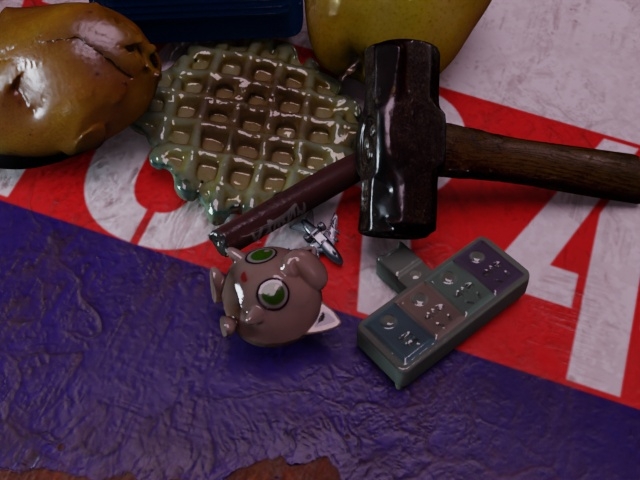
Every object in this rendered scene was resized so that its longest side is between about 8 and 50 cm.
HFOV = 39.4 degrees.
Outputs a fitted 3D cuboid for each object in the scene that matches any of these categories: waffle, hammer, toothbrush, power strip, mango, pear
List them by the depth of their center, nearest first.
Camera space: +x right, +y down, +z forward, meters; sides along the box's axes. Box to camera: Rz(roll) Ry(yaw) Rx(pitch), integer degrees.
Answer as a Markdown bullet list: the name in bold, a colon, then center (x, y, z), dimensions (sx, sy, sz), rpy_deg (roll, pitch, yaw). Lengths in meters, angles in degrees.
- **power strip**: center (0.131, 0.067, 1.092), dimensions (0.216, 0.061, 0.145), rpy_deg (-32, 58, -22)
- **toothbrush**: center (0.017, -0.078, 1.127), dimensions (0.364, 0.041, 0.041), rpy_deg (-31, 65, -25)
- **mango**: center (-0.336, -0.203, 1.136), dimensions (0.287, 0.201, 0.152), rpy_deg (-7, 24, 18)
- **hammer**: center (0.243, -0.107, 1.137), dimensions (0.409, 0.095, 0.242), rpy_deg (6, 85, -16)
- **waffle**: center (-0.096, -0.157, 1.209), dimensions (0.292, 0.056, 0.309), rpy_deg (-33, 68, -23)
- **pear**: center (0.110, -0.371, 1.232), dimensions (0.285, 0.285, 0.336), rpy_deg (4, 55, -2)

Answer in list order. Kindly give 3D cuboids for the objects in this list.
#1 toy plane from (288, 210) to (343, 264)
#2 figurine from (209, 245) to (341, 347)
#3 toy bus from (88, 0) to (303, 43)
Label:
- **toy plane**: center (0.000, 0.000, 1.135), dimensions (0.078, 0.031, 0.083), rpy_deg (-40, 65, -8)
- **figurine**: center (-0.055, 0.062, 1.037), dimensions (0.138, 0.125, 0.125), rpy_deg (-11, 59, -8)
- **toy bus**: center (-0.173, -0.376, 1.255), dimensions (0.288, 0.138, 0.175), rpy_deg (-4, 44, -4)
